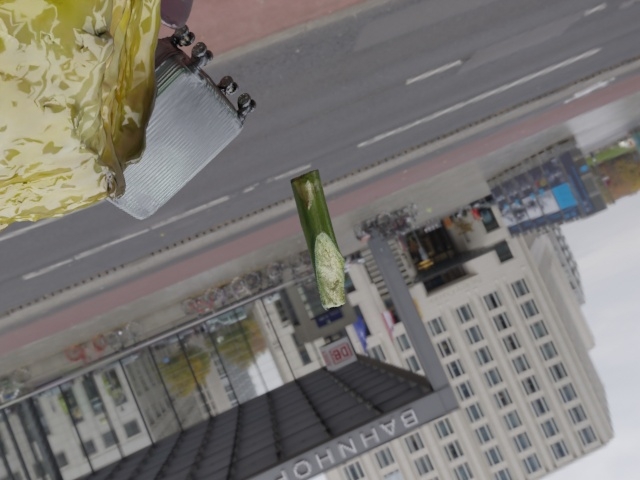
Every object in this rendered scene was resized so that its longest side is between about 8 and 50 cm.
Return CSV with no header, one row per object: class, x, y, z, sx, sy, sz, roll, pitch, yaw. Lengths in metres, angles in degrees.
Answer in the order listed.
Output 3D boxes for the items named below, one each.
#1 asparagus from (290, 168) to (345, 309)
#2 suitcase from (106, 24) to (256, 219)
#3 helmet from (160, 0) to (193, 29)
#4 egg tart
asparagus,0.000,0.000,0.793,0.045,0.178,0.041,-15,179,26
suitcase,-0.279,-0.193,1.065,0.312,0.128,0.202,-42,147,2
helmet,-0.225,-0.439,0.753,0.197,0.338,0.271,-43,154,7
egg tart,-0.170,-0.140,0.378,0.132,0.345,0.345,10,169,-10
